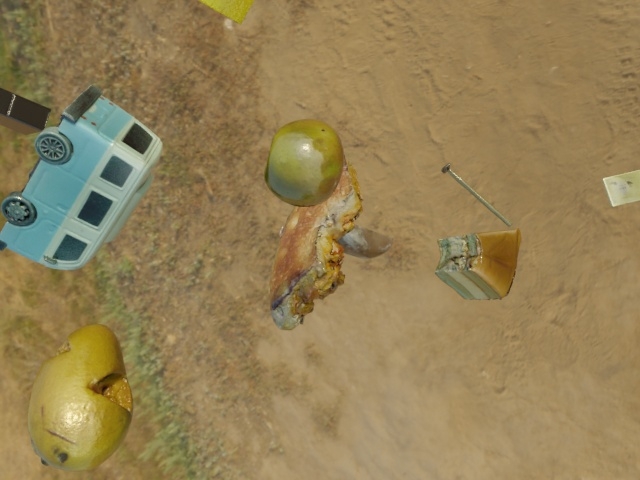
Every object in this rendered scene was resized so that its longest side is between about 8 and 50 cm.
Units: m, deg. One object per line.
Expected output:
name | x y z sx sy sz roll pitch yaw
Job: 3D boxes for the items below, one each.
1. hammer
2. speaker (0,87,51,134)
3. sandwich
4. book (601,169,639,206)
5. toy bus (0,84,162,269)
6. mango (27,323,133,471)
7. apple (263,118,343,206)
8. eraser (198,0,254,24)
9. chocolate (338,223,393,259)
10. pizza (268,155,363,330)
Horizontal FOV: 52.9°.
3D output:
hammer | 0.348 -0.100 1.424 0.199 0.062 0.013 42 88 7
speaker | -0.576 -0.241 1.075 0.082 0.218 0.044 2 76 44
sandwich | 0.449 0.028 1.842 0.198 0.227 0.155 37 152 -31
book | 0.781 -0.133 1.641 0.014 0.111 0.077 118 139 -76
toy bus | -0.367 -0.077 0.986 0.165 0.133 0.271 32 117 -17
mango | -0.418 0.272 1.133 0.130 0.167 0.261 107 155 -60
apple | -0.016 -0.079 0.645 0.075 0.089 0.089 13 122 -9
eraser | -0.149 -0.443 1.086 0.122 0.097 0.045 -57 43 14
chocolate | 0.092 0.006 1.993 0.157 0.254 0.080 -3 74 48
pizza | 0.000 0.000 1.010 0.086 0.305 0.161 34 159 -31
